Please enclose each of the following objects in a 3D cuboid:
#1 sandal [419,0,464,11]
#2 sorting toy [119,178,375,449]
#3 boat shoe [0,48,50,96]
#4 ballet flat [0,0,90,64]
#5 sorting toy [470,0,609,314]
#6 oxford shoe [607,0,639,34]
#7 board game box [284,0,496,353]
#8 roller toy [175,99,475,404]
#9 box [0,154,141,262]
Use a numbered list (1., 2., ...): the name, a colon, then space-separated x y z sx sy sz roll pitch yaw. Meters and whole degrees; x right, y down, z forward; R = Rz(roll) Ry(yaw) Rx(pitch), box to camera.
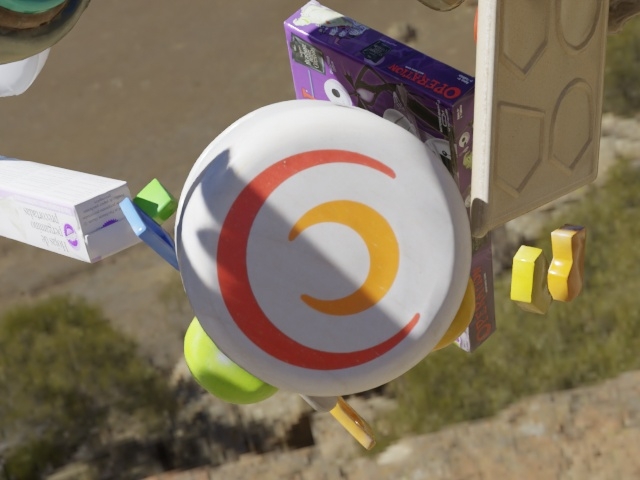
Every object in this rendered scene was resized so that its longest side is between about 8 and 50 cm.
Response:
1. sandal: 0.045 -0.165 0.858 0.049 0.072 0.180 -52 19 20
2. sorting toy: -0.055 0.063 1.409 0.047 0.347 0.196 -43 21 4
3. boat shoe: -0.326 -0.195 1.463 0.102 0.108 0.301 -53 14 -28
4. ballet flat: -0.071 -0.138 0.364 0.068 0.072 0.213 -8 61 49
5. sorting toy: 0.168 -0.084 1.167 0.041 0.307 0.229 12 22 31
6. oxford shoe: 0.290 -0.267 1.378 0.096 0.082 0.227 10 -21 -3
7. board game box: 0.073 -0.054 1.446 0.056 0.347 0.208 -38 52 -24
8. roller toy: 0.000 0.000 1.005 0.209 0.191 0.146 -10 9 -6
9. box: -0.294 -0.038 1.499 0.067 0.063 0.324 -28 24 -32
